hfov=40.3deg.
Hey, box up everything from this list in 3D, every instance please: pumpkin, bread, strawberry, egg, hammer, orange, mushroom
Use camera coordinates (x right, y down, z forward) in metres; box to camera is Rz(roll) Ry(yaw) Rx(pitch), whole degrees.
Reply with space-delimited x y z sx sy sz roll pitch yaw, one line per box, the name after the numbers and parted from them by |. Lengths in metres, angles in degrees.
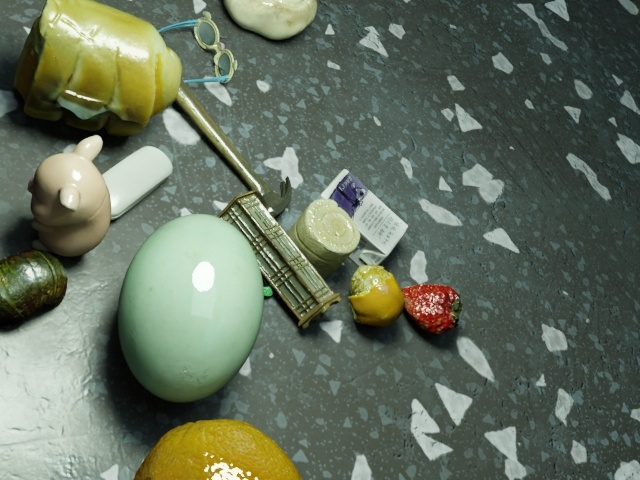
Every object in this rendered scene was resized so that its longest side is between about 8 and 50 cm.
-0.552 0.080 1.627 0.183 0.107 0.119 -31 85 -42 | pumpkin
0.000 0.000 2.027 0.134 0.141 0.148 -25 74 -38 | bread
0.268 0.167 2.116 0.148 0.131 0.131 -1 49 15 | strawberry
-0.247 0.124 1.678 0.276 0.276 0.389 20 54 -21 | egg
-0.234 -0.231 2.079 0.440 0.044 0.168 50 46 0 | hammer
-0.465 -0.338 1.847 0.341 0.300 0.210 18 53 -28 | bread
0.124 0.129 2.016 0.134 0.156 0.157 -36 81 -6 | orange
-0.126 -0.677 2.350 0.260 0.234 0.254 -25 72 -42 | mushroom
-0.170 0.475 1.469 0.322 0.322 0.357 12 44 -27 | orange

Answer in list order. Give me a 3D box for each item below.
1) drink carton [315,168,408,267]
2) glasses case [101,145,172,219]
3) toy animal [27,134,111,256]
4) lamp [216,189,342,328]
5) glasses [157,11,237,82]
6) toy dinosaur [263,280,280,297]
0.090 -0.047 2.148 0.222 0.102 0.134 42 44 -2 | drink carton
-0.413 -0.128 1.892 0.092 0.059 0.233 43 45 -3 | glasses case
-0.480 -0.067 1.673 0.153 0.250 0.167 -2 60 -16 | toy animal
-0.095 0.040 1.956 0.325 0.089 0.090 52 30 8 | lamp
-0.341 -0.455 2.188 0.220 0.088 0.190 -24 76 -21 | glasses
-0.116 0.118 1.948 0.062 0.021 0.083 36 38 -20 | toy dinosaur
